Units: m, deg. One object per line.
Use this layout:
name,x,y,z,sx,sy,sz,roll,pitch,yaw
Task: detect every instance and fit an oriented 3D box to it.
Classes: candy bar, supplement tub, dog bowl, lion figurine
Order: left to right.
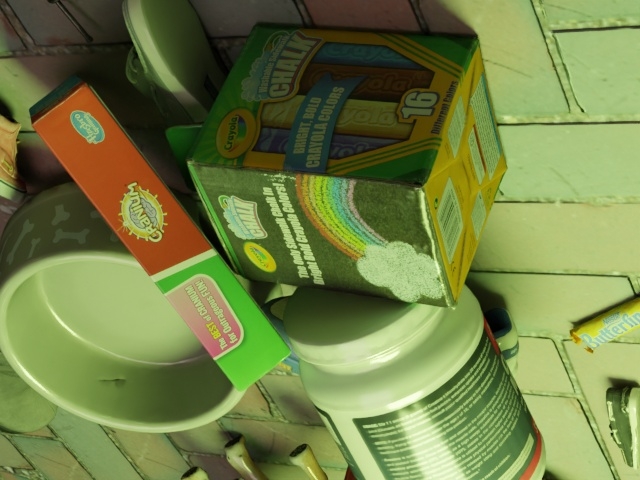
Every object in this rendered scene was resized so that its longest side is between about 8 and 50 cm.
dog bowl,-0.221,0.090,1.749,0.348,0.102,0.349,6,134,6
lion figurine,-0.048,0.388,2.004,0.240,0.142,0.392,57,165,-10
supplement tub,0.095,0.151,1.496,0.191,0.191,0.272,-5,125,36
candy bar,0.317,0.081,1.549,0.040,0.018,0.161,35,144,-16

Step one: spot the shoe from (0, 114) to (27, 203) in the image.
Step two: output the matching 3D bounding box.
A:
shoe,-0.356,-0.097,1.673,0.063,0.081,0.178,29,177,13

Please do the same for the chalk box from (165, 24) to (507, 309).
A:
chalk box,0.001,-0.074,1.388,0.289,0.179,0.180,9,144,23

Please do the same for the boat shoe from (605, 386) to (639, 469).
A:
boat shoe,0.341,0.209,1.685,0.038,0.046,0.125,7,140,23

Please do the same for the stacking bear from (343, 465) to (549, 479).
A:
stacking bear,0.178,0.324,1.852,0.289,0.164,0.175,20,146,-2

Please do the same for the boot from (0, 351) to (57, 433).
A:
boot,-0.366,0.157,1.985,0.222,0.118,0.338,2,145,21

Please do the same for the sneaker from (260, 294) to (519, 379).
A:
sneaker,0.073,0.090,1.646,0.296,0.112,0.131,10,137,4

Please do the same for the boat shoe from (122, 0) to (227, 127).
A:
boat shoe,-0.145,-0.157,1.447,0.081,0.079,0.227,-2,142,26

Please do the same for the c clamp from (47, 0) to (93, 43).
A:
c clamp,-0.225,-0.265,1.405,0.137,0.022,0.160,43,143,-18

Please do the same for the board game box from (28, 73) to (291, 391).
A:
board game box,-0.164,-0.016,1.483,0.316,0.064,0.242,53,176,-13
